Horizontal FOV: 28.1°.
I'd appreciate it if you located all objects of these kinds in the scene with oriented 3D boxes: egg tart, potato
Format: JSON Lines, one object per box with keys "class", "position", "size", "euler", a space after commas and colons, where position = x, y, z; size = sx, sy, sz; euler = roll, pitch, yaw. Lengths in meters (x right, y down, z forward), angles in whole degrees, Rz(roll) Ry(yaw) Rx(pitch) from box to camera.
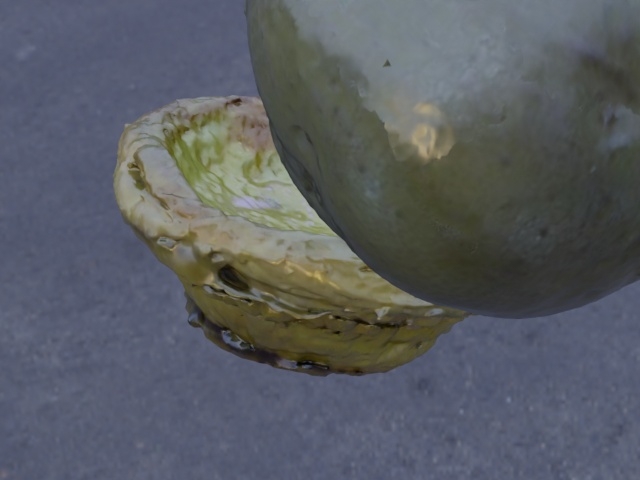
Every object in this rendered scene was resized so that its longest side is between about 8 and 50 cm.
{"class": "egg tart", "position": [0.000, 0.000, 0.801], "size": [0.294, 0.123, 0.294], "euler": [11, 22, -5]}
{"class": "potato", "position": [0.063, -0.070, 0.446], "size": [0.160, 0.177, 0.235], "euler": [-10, 31, 17]}
